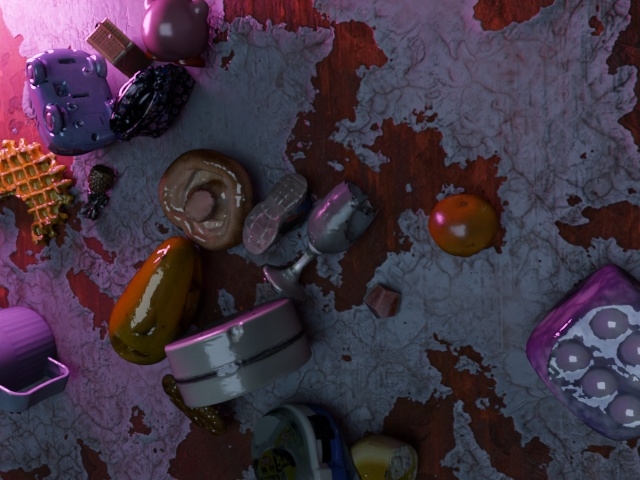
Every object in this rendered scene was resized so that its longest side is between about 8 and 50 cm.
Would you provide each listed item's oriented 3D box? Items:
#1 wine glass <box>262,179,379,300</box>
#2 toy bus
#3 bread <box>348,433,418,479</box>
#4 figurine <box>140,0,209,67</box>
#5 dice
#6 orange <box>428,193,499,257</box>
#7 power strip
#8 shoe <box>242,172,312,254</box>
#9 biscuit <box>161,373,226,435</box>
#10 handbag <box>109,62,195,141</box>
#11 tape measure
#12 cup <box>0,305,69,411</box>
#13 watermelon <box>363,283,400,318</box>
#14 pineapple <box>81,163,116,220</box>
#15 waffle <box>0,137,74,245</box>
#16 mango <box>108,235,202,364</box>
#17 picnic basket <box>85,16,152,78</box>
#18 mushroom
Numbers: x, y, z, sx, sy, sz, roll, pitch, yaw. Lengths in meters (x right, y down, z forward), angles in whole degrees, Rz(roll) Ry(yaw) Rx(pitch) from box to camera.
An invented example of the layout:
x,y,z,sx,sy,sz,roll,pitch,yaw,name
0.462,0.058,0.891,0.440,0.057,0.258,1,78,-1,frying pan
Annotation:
x,y,z,sx,sy,sz,roll,pitch,yaw,name
0.000,0.000,1.728,0.143,0.143,0.321,43,108,8,wine glass
-0.665,-0.349,1.868,0.232,0.197,0.294,-32,79,51,toy bus
0.138,0.569,1.761,0.261,0.158,0.156,-41,66,32,bread
-0.363,-0.526,1.759,0.173,0.173,0.173,3,98,18,figurine
0.616,0.230,1.484,0.270,0.271,0.270,44,108,8,dice
0.326,-0.031,1.614,0.159,0.159,0.136,6,133,17,orange
-0.199,0.271,1.736,0.357,0.357,0.161,-21,91,20,power strip
-0.099,-0.057,1.763,0.099,0.125,0.227,37,89,23,shoe
-0.338,0.442,1.881,0.226,0.226,0.042,38,63,10,biscuit
-0.433,-0.350,1.785,0.127,0.208,0.228,39,105,5,handbag
-0.058,0.541,1.766,0.259,0.138,0.262,-34,63,40,tape measure
-0.910,0.329,1.981,0.331,0.311,0.256,-5,96,18,cup
0.145,0.149,1.737,0.092,0.072,0.084,8,83,21,watermelon
-0.621,-0.130,1.955,0.074,0.074,0.159,30,114,12,pineapple
-0.836,-0.152,2.020,0.293,0.069,0.259,35,108,9,waffle
-0.418,0.152,1.822,0.182,0.253,0.365,24,107,9,mango
-0.514,-0.487,1.814,0.115,0.164,0.079,43,92,8,picnic basket
-0.287,-0.103,1.806,0.278,0.146,0.278,7,109,21,mushroom
